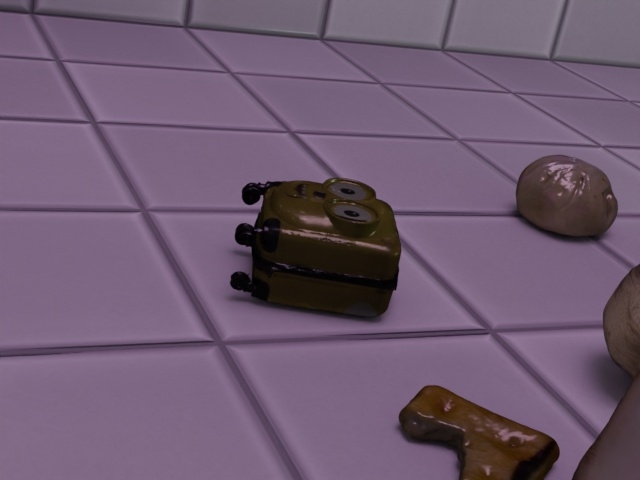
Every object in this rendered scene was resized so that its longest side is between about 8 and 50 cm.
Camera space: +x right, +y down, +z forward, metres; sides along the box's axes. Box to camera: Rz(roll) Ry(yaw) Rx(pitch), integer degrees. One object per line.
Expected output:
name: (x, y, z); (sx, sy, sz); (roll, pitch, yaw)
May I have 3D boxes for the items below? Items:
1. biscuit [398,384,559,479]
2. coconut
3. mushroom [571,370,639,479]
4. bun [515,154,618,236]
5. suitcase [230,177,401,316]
biscuit: (0.158, 0.228, 1.121); (0.183, 0.039, 0.174); (24, 28, 27)
coconut: (0.476, 0.108, 1.339); (0.224, 0.224, 0.224); (10, 23, -4)
mushroom: (0.475, 0.230, 0.965); (0.397, 0.313, 0.224); (10, 26, -18)
bun: (0.459, -0.089, 1.867); (0.193, 0.127, 0.178); (-3, 26, -34)
suitcase: (0.000, 0.000, 1.430); (0.235, 0.143, 0.194); (9, 23, -6)
